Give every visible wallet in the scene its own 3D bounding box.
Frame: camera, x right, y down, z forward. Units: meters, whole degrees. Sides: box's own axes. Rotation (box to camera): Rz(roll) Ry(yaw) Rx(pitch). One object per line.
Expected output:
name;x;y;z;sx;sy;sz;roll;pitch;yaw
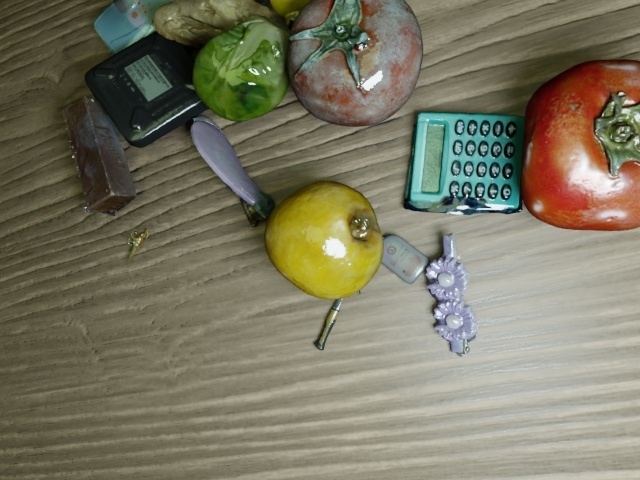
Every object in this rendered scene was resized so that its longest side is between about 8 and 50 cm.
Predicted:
wallet;-0.533;-0.655;1.228;0.250;0.075;0.176;-39;79;8

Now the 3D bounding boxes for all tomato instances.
tomato;0.549;-0.180;0.826;0.293;0.290;0.325;-2;86;15
tomato;0.078;-0.418;0.959;0.316;0.282;0.317;-2;84;17

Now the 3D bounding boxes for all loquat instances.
loquat;0.000;0.000;0.954;0.275;0.275;0.275;-1;85;13

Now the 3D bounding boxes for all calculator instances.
calculator;0.347;-0.182;0.992;0.274;0.058;0.248;6;87;12

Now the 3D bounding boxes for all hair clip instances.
hair clip;-0.242;-0.190;1.105;0.110;0.095;0.359;-31;86;-22
hair clip;0.306;0.128;0.972;0.106;0.084;0.292;-7;88;30

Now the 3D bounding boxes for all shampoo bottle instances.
shampoo bottle;0.180;0.029;1.021;0.165;0.040;0.080;39;96;12

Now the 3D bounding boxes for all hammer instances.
hammer;0.038;0.184;1.050;0.078;0.021;0.201;22;91;14

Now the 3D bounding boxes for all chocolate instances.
chocolate;-0.617;-0.237;1.175;0.112;0.112;0.321;-19;85;25

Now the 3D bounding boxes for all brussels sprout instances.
brussels sprout;-0.181;-0.430;1.048;0.219;0.210;0.271;36;104;-10

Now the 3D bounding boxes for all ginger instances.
ginger;-0.292;-0.597;1.129;0.354;0.190;0.126;1;43;10

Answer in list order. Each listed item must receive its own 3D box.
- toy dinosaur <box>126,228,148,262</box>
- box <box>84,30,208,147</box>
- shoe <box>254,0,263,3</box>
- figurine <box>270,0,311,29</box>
toy dinosaur;-0.537;0.010;1.195;0.041;0.026;0.113;36;85;-3
box;-0.467;-0.426;1.149;0.289;0.073;0.290;-35;75;-10
shoe;-0.276;-0.766;1.163;0.336;0.132;0.171;20;78;14
figurine;-0.092;-0.683;1.070;0.127;0.185;0.234;10;92;23
